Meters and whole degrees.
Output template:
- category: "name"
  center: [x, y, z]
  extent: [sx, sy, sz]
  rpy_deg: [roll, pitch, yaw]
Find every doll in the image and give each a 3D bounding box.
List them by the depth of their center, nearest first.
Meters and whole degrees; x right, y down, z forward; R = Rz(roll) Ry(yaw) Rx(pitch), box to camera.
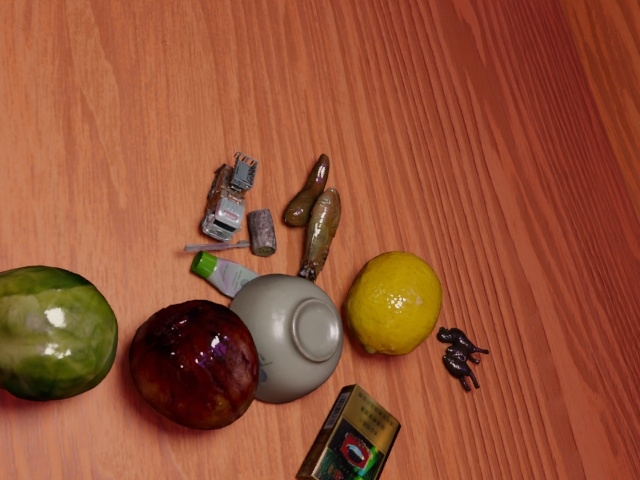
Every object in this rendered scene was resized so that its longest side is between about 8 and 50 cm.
- category: "doll"
  center: [0.384, 0.314, 1.554]
  extent: [0.165, 0.057, 0.139]
  rpy_deg: [38, 55, -6]

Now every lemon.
- category: "lemon"
  center: [0.178, 0.149, 1.362]
  extent: [0.233, 0.233, 0.288]
  rpy_deg: [38, 58, -17]

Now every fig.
- category: "fig"
  center: [-0.224, 0.235, 1.055]
  extent: [0.263, 0.224, 0.224]
  rpy_deg: [49, 51, -10]

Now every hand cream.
- category: "hand cream"
  center: [-0.162, 0.108, 1.261]
  extent: [0.275, 0.050, 0.079]
  rpy_deg: [31, 83, -27]

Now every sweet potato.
- category: "sweet potato"
  center: [-0.028, -0.118, 1.424]
  extent: [0.062, 0.081, 0.233]
  rpy_deg: [23, 57, 7]

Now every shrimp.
- category: "shrimp"
  center: [0.001, 0.001, 1.385]
  extent: [0.061, 0.145, 0.267]
  rpy_deg: [8, 74, 15]

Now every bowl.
- category: "bowl"
  center: [-0.050, 0.201, 1.208]
  extent: [0.289, 0.146, 0.290]
  rpy_deg: [12, 70, -36]

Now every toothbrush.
- category: "toothbrush"
  center: [-0.222, 0.012, 1.233]
  extent: [0.017, 0.014, 0.194]
  rpy_deg: [43, 25, 24]

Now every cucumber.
- category: "cucumber"
  center: [-0.134, -0.023, 1.318]
  extent: [0.064, 0.064, 0.112]
  rpy_deg: [6, 65, -34]

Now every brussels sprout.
- category: "brussels sprout"
  center: [-0.470, 0.146, 0.914]
  extent: [0.271, 0.219, 0.210]
  rpy_deg: [13, 72, -8]

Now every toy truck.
- category: "toy truck"
  center: [-0.200, -0.095, 1.255]
  extent: [0.080, 0.115, 0.178]
  rpy_deg: [25, 50, -25]

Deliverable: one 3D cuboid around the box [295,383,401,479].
- category: "box"
  center: [0.069, 0.464, 1.254]
  extent: [0.159, 0.071, 0.240]
  rpy_deg: [45, 51, -15]
